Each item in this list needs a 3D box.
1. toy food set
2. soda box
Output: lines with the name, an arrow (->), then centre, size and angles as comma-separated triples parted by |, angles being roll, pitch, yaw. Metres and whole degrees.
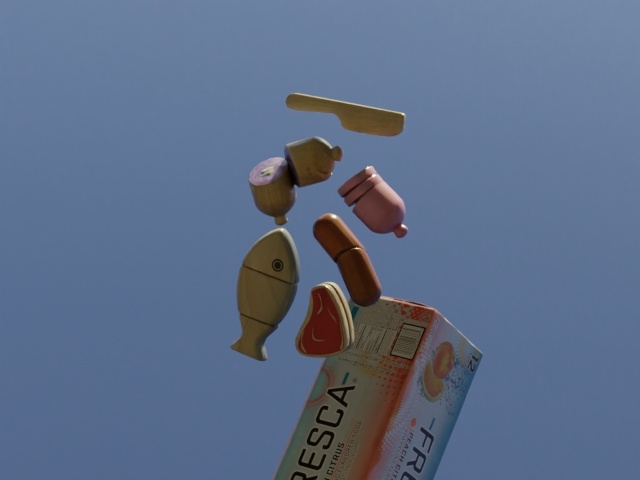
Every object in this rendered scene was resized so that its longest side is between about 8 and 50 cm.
toy food set -> 0.000, 0.000, 0.766 | 0.078, 0.019, 0.122 | 12, -79, 19
soda box -> 0.018, 0.122, 0.914 | 0.058, 0.063, 0.183 | 11, -111, 38
